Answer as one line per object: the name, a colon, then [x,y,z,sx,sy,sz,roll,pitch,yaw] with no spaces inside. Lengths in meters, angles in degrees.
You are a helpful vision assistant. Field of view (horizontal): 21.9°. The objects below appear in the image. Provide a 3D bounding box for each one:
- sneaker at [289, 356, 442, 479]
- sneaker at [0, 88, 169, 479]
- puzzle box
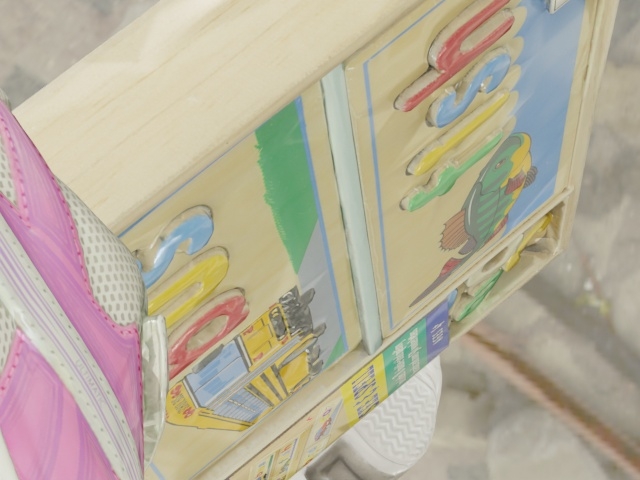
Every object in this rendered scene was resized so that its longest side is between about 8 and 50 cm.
sneaker: [0.002,0.157,1.050,0.101,0.153,0.269,16,79,-2]
sneaker: [-0.073,0.054,0.370,0.103,0.111,0.252,-22,85,31]
puzzle box: [0.000,0.000,0.672,0.272,0.409,0.052,-38,72,-9]
